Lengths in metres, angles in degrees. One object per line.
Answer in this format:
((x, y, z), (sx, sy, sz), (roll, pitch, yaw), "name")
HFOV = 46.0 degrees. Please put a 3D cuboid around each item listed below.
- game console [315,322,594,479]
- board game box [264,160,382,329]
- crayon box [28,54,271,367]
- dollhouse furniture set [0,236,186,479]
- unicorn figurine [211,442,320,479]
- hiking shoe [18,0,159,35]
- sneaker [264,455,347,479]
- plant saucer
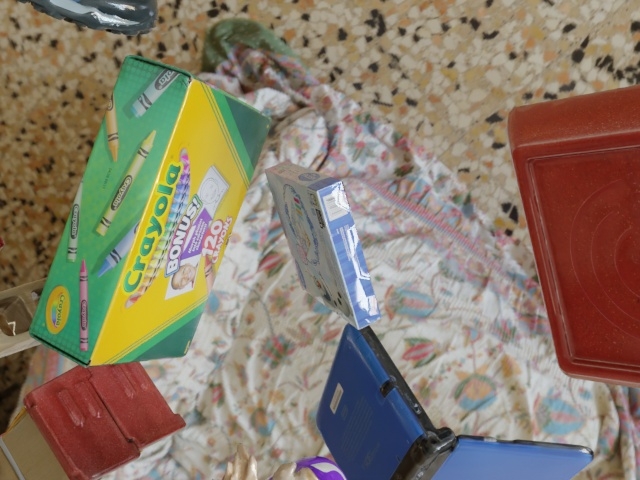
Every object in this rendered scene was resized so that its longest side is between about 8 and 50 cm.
((0.137, 0.233, 0.907), (0.250, 0.173, 0.293), (57, 154, 27), "game console")
((0.000, 0.000, 0.472), (0.090, 0.020, 0.090), (28, 138, 62), "board game box")
((-0.161, -0.021, 0.748), (0.081, 0.165, 0.279), (22, 94, 22), "crayon box")
((-0.347, 0.125, 0.844), (0.201, 0.152, 0.374), (-39, 81, 30), "dollhouse furniture set")
((-0.011, 0.193, 0.390), (0.162, 0.111, 0.060), (38, 167, 30), "unicorn figurine")
((-0.289, -0.313, 0.741), (0.304, 0.113, 0.132), (27, 105, -18), "hiking shoe")
((-0.006, 0.235, 0.567), (0.146, 0.293, 0.102), (-38, 87, 22), "sneaker")
((0.261, 0.011, 0.573), (0.259, 0.047, 0.259), (-1, 109, 52), "plant saucer")
